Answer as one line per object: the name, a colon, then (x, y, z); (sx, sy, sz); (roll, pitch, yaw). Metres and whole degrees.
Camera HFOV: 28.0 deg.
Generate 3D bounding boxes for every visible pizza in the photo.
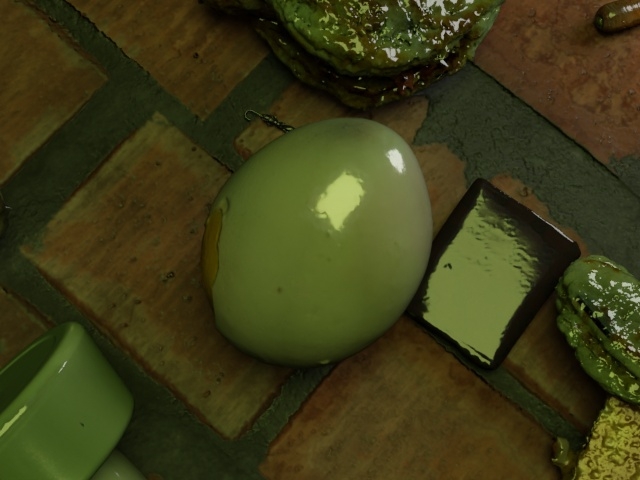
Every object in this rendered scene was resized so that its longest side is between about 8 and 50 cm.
pizza: (0.380, 0.330, 1.690); (0.189, 0.071, 0.297); (34, 74, 5)

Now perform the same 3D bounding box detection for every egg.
egg: (0.000, 0.000, 1.627); (0.283, 0.345, 0.283); (21, 38, -17)

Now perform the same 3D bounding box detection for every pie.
pie: (0.416, 0.117, 1.706); (0.201, 0.090, 0.248); (-22, 59, -39)
pie: (0.078, -0.405, 1.841); (0.395, 0.180, 0.418); (38, 66, 8)

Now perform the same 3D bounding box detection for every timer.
timer: (-0.295, 0.303, 1.567); (0.315, 0.291, 0.291); (47, 73, -15)

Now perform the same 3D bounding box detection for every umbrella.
umbrella: (-0.051, -0.163, 1.835); (0.122, 0.013, 0.022); (22, 84, 1)

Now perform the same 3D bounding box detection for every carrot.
carrot: (0.501, -0.352, 1.932); (0.191, 0.047, 0.047); (-16, 75, -15)

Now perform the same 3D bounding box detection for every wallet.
wallet: (0.230, 0.048, 1.778); (0.182, 0.049, 0.229); (36, 75, 6)

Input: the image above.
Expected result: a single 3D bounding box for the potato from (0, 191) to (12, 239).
potato: (-0.586, -0.094, 1.656); (0.301, 0.288, 0.237); (-39, 58, 20)
